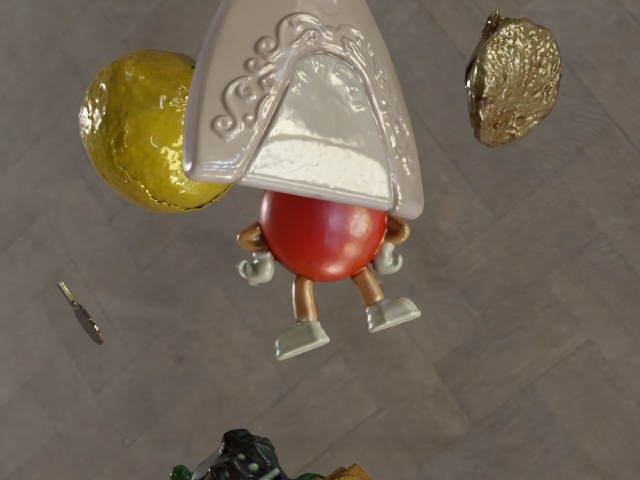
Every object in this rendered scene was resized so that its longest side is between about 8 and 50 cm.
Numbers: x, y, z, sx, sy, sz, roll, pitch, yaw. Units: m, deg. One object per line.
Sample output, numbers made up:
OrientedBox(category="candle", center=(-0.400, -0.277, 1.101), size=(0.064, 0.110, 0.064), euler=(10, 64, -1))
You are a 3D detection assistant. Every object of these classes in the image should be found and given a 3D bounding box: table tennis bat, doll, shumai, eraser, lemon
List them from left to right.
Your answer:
OrientedBox(category="table tennis bat", center=(-0.267, 0.081, 1.253), size=(0.083, 0.007, 0.050), euler=(56, 156, -4))
OrientedBox(category="lemon", center=(-0.202, -0.139, 1.461), size=(0.204, 0.260, 0.204), euler=(-18, 49, 21))
OrientedBox(category="eraser", center=(-0.009, -0.146, 0.878), size=(0.059, 0.204, 0.243), euler=(-27, 61, 55))
OrientedBox(category="doll", center=(0.000, 0.000, 1.172), size=(0.183, 0.085, 0.217), euler=(-16, 90, -3))
OrientedBox(category="shumai", center=(0.187, -0.164, 1.171), size=(0.105, 0.123, 0.139), euler=(23, 145, 59))

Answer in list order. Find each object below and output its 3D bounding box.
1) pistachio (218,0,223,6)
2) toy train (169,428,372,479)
OrientedBox(category="pistachio", center=(-0.042, -0.305, 1.371), size=(0.213, 0.260, 0.162), euler=(16, 58, 26))
OrientedBox(category="toy train", center=(-0.050, 0.183, 0.638), size=(0.136, 0.091, 0.227), euler=(47, 136, 17))
